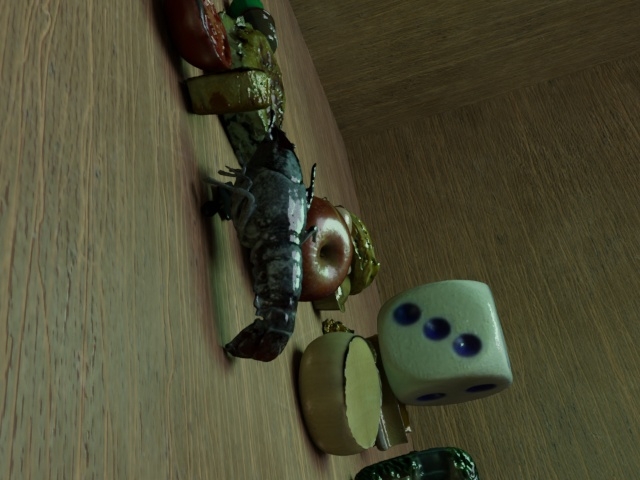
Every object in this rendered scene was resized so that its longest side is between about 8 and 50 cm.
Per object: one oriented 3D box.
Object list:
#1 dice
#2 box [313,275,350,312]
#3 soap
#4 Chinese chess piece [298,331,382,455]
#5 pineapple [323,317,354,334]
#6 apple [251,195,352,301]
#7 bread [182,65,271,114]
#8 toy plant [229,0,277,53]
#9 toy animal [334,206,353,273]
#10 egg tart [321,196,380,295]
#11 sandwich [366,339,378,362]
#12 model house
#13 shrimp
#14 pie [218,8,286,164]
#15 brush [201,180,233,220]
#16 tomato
[{"bbox_3d":[0.331,0.277,1.793,0.304,0.304,0.277,53,26,-58],"label":"dice"},{"bbox_3d":[0.022,0.104,1.741,0.111,0.111,0.177,41,34,-75],"label":"box"},{"bbox_3d":[0.158,0.422,1.906,0.259,0.143,0.281,139,-62,-88],"label":"soap"},{"bbox_3d":[0.046,0.312,1.382,0.250,0.103,0.250,-10,90,-69],"label":"Chinese chess piece"},{"bbox_3d":[0.038,0.262,1.747,0.114,0.077,0.114,41,20,5],"label":"pineapple"},{"bbox_3d":[-0.039,0.012,1.264,0.201,0.162,0.201,-10,104,-45],"label":"apple"},{"bbox_3d":[-0.151,-0.250,1.139,0.128,0.140,0.069,-46,128,-74],"label":"bread"},{"bbox_3d":[-0.169,-0.536,1.682,0.143,0.105,0.200,76,-9,-57],"label":"toy plant"},{"bbox_3d":[0.000,0.000,1.616,0.198,0.171,0.171,-86,159,-59],"label":"toy animal"},{"bbox_3d":[0.068,0.008,1.824,0.291,0.107,0.291,38,-40,42],"label":"egg tart"},{"bbox_3d":[0.099,0.370,1.662,0.215,0.065,0.186,-85,-176,-71],"label":"sandwich"},{"bbox_3d":[0.220,0.609,1.443,0.284,0.298,0.243,5,69,-81],"label":"model house"},{"bbox_3d":[-0.082,-0.019,1.052,0.221,0.166,0.410,25,43,-42],"label":"shrimp"},{"bbox_3d":[-0.142,-0.299,1.413,0.288,0.103,0.355,-84,160,-53],"label":"pie"},{"bbox_3d":[-0.165,-0.061,1.117,0.193,0.016,0.063,-57,131,-79],"label":"brush"},{"bbox_3d":[-0.213,-0.359,1.122,0.166,0.082,0.174,65,10,-49],"label":"tomato"}]
